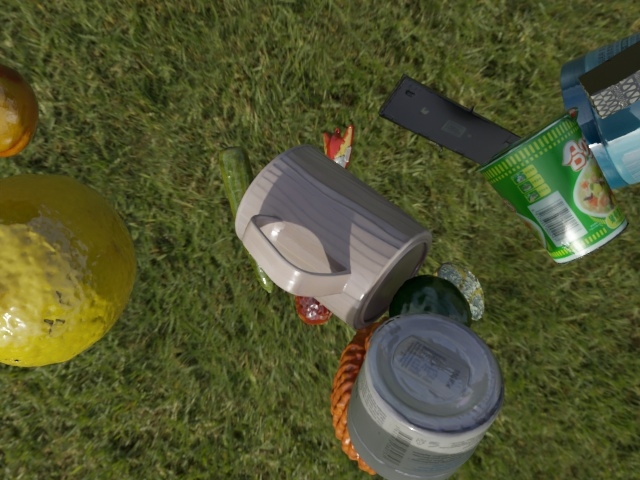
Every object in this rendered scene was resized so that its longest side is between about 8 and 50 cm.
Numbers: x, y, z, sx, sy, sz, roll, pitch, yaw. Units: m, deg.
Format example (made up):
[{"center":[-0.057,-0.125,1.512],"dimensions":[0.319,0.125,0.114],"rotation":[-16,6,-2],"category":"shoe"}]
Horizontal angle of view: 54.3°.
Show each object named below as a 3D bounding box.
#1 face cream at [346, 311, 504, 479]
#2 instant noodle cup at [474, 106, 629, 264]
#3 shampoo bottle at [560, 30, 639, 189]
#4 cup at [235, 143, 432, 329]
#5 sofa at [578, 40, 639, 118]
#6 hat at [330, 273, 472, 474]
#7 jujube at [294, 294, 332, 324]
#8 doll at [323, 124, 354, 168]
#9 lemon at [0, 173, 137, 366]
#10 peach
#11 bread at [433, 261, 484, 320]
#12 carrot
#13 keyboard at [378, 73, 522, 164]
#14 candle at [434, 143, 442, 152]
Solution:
[{"center":[0.131,0.204,0.807],"dimensions":[0.177,0.177,0.153],"rotation":[9,136,-2],"category":"face cream"},{"center":[0.432,-0.090,1.136],"dimensions":[0.207,0.207,0.232],"rotation":[-33,89,0],"category":"instant noodle cup"},{"center":[0.773,-0.318,1.409],"dimensions":[0.343,0.331,0.331],"rotation":[-18,94,37],"category":"shampoo bottle"},{"center":[0.012,-0.015,1.013],"dimensions":[0.273,0.288,0.208],"rotation":[38,91,21],"category":"cup"},{"center":[0.370,-0.198,0.731],"dimensions":[0.118,0.060,0.039],"rotation":[-30,122,24],"category":"sofa"},{"center":[0.182,0.238,1.091],"dimensions":[0.285,0.400,0.285],"rotation":[9,56,-13],"category":"hat"},{"center":[-0.014,0.118,1.533],"dimensions":[0.109,0.112,0.176],"rotation":[3,89,9],"category":"jujube"},{"center":[0.047,-0.200,1.578],"dimensions":[0.057,0.109,0.169],"rotation":[-4,88,-40],"category":"doll"},{"center":[-0.461,0.045,1.022],"dimensions":[0.336,0.336,0.336],"rotation":[0,93,-2],"category":"lemon"},{"center":[-0.450,-0.177,0.843],"dimensions":[0.138,0.138,0.138],"rotation":[0,93,-2],"category":"peach"},{"center":[0.326,0.125,1.489],"dimensions":[0.157,0.094,0.083],"rotation":[40,59,1],"category":"bread"},{"center":[-0.165,-0.046,1.472],"dimensions":[0.074,0.074,0.358],"rotation":[-15,99,-1],"category":"carrot"},{"center":[0.268,-0.235,1.261],"dimensions":[0.317,0.027,0.106],"rotation":[21,126,-26],"category":"keyboard"},{"center":[0.296,-0.312,1.723],"dimensions":[0.167,0.021,0.026],"rotation":[51,59,-22],"category":"candle"}]
